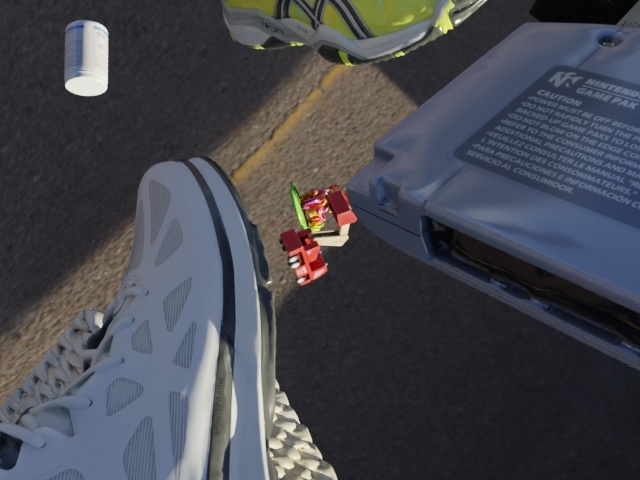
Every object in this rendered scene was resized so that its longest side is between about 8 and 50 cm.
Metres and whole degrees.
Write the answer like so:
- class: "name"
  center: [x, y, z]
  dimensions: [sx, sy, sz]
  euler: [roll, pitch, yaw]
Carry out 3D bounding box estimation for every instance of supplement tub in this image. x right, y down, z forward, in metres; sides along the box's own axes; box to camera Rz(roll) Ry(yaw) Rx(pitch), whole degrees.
- class: "supplement tub"
  center: [-0.387, -0.302, 1.398]
  dimensions: [0.071, 0.071, 0.107]
  euler: [6, 72, -26]

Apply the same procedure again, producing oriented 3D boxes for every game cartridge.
- class: "game cartridge"
  center: [0.182, -0.026, 0.416]
  dimensions: [0.198, 0.297, 0.062]
  euler: [-36, 134, -26]

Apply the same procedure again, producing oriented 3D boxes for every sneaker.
- class: "sneaker"
  center: [-0.174, 0.117, 0.636]
  dimensions: [0.257, 0.169, 0.448]
  euler: [4, 59, -22]
- class: "sneaker"
  center: [0.009, -0.276, 0.854]
  dimensions: [0.145, 0.384, 0.147]
  euler: [-47, 129, -29]

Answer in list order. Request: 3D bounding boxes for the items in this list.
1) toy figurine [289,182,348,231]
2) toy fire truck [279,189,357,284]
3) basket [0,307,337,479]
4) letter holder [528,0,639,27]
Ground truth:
- class: "toy figurine"
  center: [0.033, -0.077, 1.606]
  dimensions: [0.159, 0.173, 0.130]
  euler: [-18, 78, 4]
- class: "toy fire truck"
  center: [0.000, 0.000, 1.479]
  dimensions: [0.135, 0.192, 0.047]
  euler: [-24, 61, -4]
- class: "basket"
  center: [-0.181, 0.296, 1.003]
  dimensions: [0.331, 0.266, 0.328]
  euler: [25, 20, -50]
- class: "letter holder"
  center: [0.418, -0.250, 0.883]
  dimensions: [0.302, 0.152, 0.214]
  euler: [40, 68, 4]
